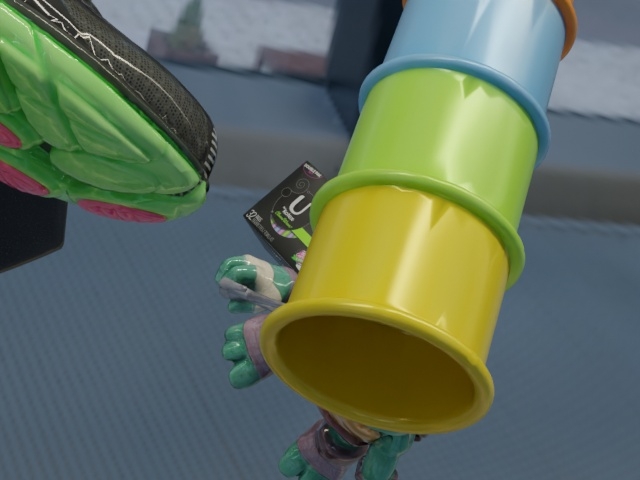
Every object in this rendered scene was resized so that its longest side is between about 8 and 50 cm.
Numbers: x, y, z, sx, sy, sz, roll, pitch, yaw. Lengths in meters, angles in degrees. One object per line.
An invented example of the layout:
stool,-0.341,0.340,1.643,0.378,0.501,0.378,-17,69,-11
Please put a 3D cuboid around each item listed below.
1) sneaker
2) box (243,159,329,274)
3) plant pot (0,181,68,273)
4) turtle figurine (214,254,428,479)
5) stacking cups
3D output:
sneaker,-0.214,-0.213,1.018,0.202,0.185,0.483,-37,77,-20
box,0.000,0.000,1.140,0.083,0.062,0.052,45,-7,32
plant pot,-0.283,-0.074,1.275,0.167,0.187,0.188,-2,32,-21
turtle figurine,0.008,0.088,0.908,0.118,0.175,0.234,-12,-2,-11
stacking cups,0.067,-0.077,0.717,0.096,0.096,0.316,18,61,4
